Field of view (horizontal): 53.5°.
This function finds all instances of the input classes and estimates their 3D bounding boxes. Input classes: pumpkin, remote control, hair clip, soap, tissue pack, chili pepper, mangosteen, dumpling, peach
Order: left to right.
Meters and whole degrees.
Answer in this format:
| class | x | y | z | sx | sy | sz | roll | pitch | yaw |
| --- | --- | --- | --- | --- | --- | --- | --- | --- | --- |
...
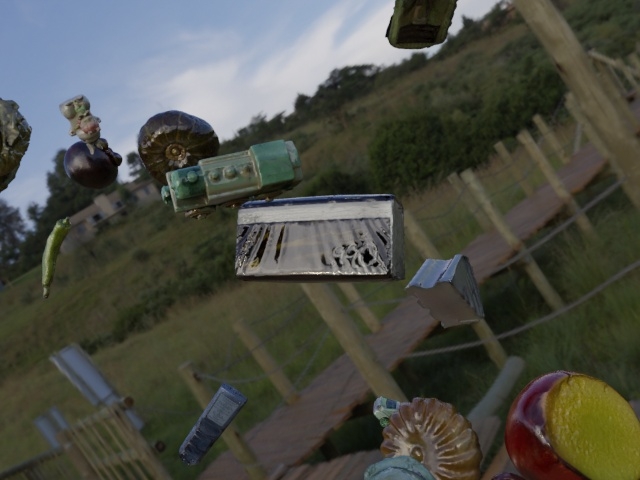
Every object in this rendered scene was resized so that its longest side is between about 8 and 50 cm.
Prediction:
| class | x | y | z | sx | sy | sz | roll | pitch | yaw |
| --- | --- | --- | --- | --- | --- | --- | --- | --- | --- |
| chili pepper | -0.655 | 0.035 | 1.554 | 0.043 | 0.049 | 0.208 | -56 | -16 | -87 |
| mangosteen | -0.628 | -0.217 | 1.760 | 0.153 | 0.152 | 0.152 | -33 | 3 | 2 |
| pumpkin | -0.392 | -0.253 | 1.730 | 0.219 | 0.219 | 0.162 | -33 | 28 | 14 |
| remote control | -0.162 | 0.274 | 0.930 | 0.152 | 0.044 | 0.027 | -56 | -5 | 20 |
| tissue pack | 0.000 | 0.000 | 1.457 | 0.370 | 0.198 | 0.210 | -1 | -2 | 16 |
| dumpling | 0.192 | 0.525 | 1.316 | 0.149 | 0.217 | 0.105 | -63 | 1 | -23 |
| hair clip | 0.201 | -0.473 | 1.214 | 0.139 | 0.091 | 0.321 | -6 | -8 | -3 |
| soap | 0.399 | 0.199 | 2.005 | 0.159 | 0.257 | 0.302 | -11 | 12 | 28 |
| peach | 0.491 | 0.396 | 1.276 | 0.245 | 0.275 | 0.248 | -50 | 21 | 29 |

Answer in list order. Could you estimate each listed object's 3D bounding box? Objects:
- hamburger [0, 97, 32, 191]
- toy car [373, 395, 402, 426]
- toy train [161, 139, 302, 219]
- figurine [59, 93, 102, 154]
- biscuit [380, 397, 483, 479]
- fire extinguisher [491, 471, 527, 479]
| class | x | y | z | sx | sy | sz | roll | pitch | yaw |
| --- | --- | --- | --- | --- | --- | --- | --- | --- | --- |
| hamburger | -0.562 | -0.140 | 0.976 | 0.130 | 0.206 | 0.183 | 115 | 161 | -48 |
| toy car | 0.272 | 0.585 | 2.046 | 0.076 | 0.224 | 0.090 | -54 | 2 | 18 |
| toy train | -0.125 | -0.086 | 0.891 | 0.194 | 0.080 | 0.125 | -14 | -5 | -16 |
| figurine | -0.579 | -0.276 | 1.551 | 0.081 | 0.146 | 0.098 | -24 | 23 | -6 |
| biscuit | 0.303 | 0.617 | 1.832 | 0.326 | 0.325 | 0.107 | -31 | -26 | 33 |
| fire extinguisher | 0.309 | 0.538 | 1.135 | 0.105 | 0.104 | 0.269 | -31 | 5 | 42 |
